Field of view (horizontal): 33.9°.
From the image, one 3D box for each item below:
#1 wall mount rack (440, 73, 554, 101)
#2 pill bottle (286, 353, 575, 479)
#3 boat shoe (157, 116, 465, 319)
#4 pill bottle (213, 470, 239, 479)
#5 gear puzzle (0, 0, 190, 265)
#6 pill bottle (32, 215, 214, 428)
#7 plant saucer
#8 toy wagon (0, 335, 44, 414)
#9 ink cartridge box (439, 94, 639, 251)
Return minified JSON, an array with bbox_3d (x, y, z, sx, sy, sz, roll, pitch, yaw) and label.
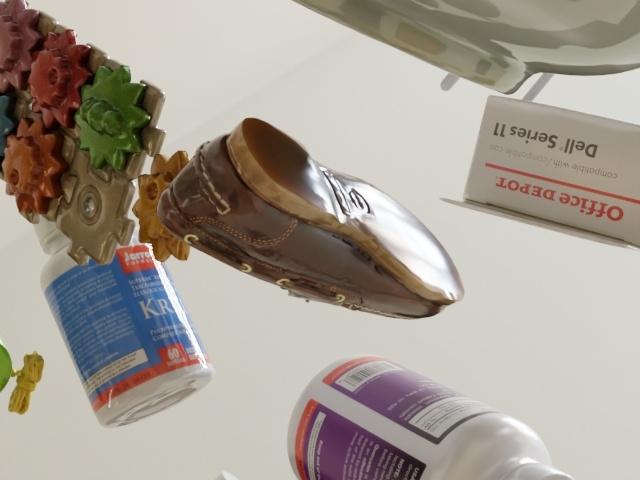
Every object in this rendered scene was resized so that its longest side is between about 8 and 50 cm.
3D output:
[{"bbox_3d":[0.237,-0.292,1.352,0.131,0.304,0.350,-7,-145,-3],"label":"wall mount rack"},{"bbox_3d":[0.117,0.247,1.122,0.182,0.181,0.323,-24,-155,-29],"label":"pill bottle"},{"bbox_3d":[0.000,0.000,0.591,0.207,0.073,0.073,30,-150,-41],"label":"boat shoe"},{"bbox_3d":[-0.176,0.409,1.280,0.264,0.146,0.146,-46,-115,-5],"label":"pill bottle"},{"bbox_3d":[-0.208,-0.074,0.868,0.339,0.175,0.044,35,-158,35],"label":"gear puzzle"},{"bbox_3d":[-0.203,0.062,1.044,0.124,0.124,0.221,-20,-105,-27],"label":"pill bottle"},{"bbox_3d":[0.045,-0.178,0.650,0.401,0.100,0.400,24,-167,-6],"label":"plant saucer"},{"bbox_3d":[-0.431,0.103,0.969,0.345,0.267,0.068,13,-162,-34],"label":"toy wagon"},{"bbox_3d":[0.291,-0.068,1.103,0.207,0.119,0.353,17,-171,30],"label":"ink cartridge box"}]
